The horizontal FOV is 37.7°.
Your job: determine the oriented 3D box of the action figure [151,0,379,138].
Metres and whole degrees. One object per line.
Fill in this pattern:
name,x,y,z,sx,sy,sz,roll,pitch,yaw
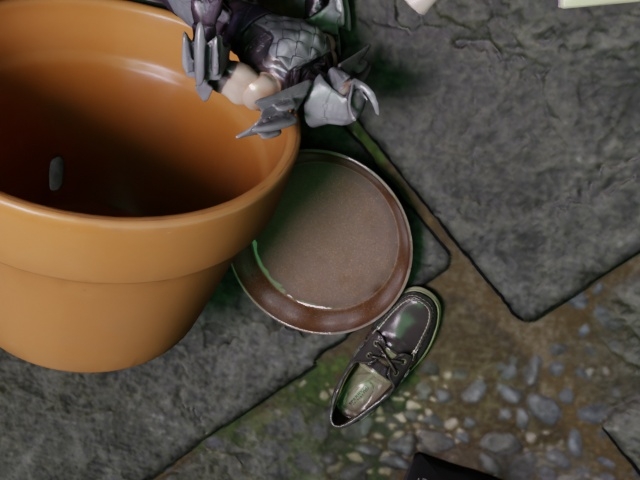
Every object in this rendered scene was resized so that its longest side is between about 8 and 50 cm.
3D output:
action figure,-0.070,-0.173,0.706,0.285,0.185,0.099,37,118,14

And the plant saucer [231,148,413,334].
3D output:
plant saucer,0.000,0.000,0.817,0.169,0.029,0.168,5,108,16

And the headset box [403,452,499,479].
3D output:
headset box,0.082,0.345,0.804,0.110,0.218,0.293,18,113,11

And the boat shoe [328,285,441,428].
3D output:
boat shoe,0.056,0.109,0.824,0.056,0.049,0.152,31,114,6

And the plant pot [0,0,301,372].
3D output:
plant pot,-0.177,-0.033,0.740,0.291,0.291,0.203,24,129,8

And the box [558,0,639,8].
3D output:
box,0.271,-0.271,0.595,0.243,0.117,0.213,-3,107,17

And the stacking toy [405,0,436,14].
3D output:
stacking toy,-0.042,-0.237,0.624,0.279,0.309,0.130,38,123,-9
